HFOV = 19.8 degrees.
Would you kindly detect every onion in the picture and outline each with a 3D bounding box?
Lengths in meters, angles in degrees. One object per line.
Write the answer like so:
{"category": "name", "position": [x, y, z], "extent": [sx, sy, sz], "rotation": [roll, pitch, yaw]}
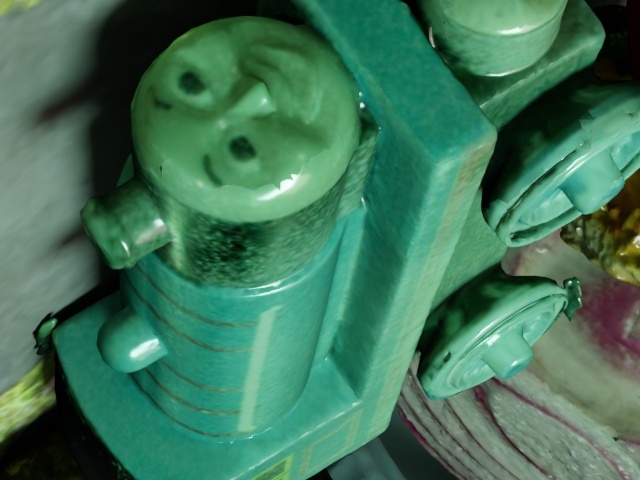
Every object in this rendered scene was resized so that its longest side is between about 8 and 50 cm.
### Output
{"category": "onion", "position": [0.152, 0.038, 0.921], "extent": [0.207, 0.216, 0.206], "rotation": [-43, 170, -18]}

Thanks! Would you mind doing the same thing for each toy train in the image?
{"category": "toy train", "position": [0.000, 0.000, 0.633], "extent": [0.194, 0.120, 0.298], "rotation": [-30, 162, -17]}

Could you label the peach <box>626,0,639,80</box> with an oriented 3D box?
{"category": "peach", "position": [0.231, -0.092, 0.626], "extent": [0.281, 0.281, 0.338], "rotation": [-35, -177, -16]}

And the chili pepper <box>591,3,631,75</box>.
{"category": "chili pepper", "position": [0.099, -0.046, 0.804], "extent": [0.182, 0.050, 0.073], "rotation": [-43, 130, -17]}

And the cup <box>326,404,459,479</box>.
{"category": "cup", "position": [-0.005, 0.267, 1.007], "extent": [0.257, 0.331, 0.311], "rotation": [37, 104, -30]}

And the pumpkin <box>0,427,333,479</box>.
{"category": "pumpkin", "position": [-0.090, 0.175, 0.819], "extent": [0.238, 0.159, 0.238], "rotation": [-42, 167, -12]}

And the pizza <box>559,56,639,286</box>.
{"category": "pizza", "position": [0.141, -0.038, 0.730], "extent": [0.182, 0.161, 0.062], "rotation": [-70, 160, -55]}
